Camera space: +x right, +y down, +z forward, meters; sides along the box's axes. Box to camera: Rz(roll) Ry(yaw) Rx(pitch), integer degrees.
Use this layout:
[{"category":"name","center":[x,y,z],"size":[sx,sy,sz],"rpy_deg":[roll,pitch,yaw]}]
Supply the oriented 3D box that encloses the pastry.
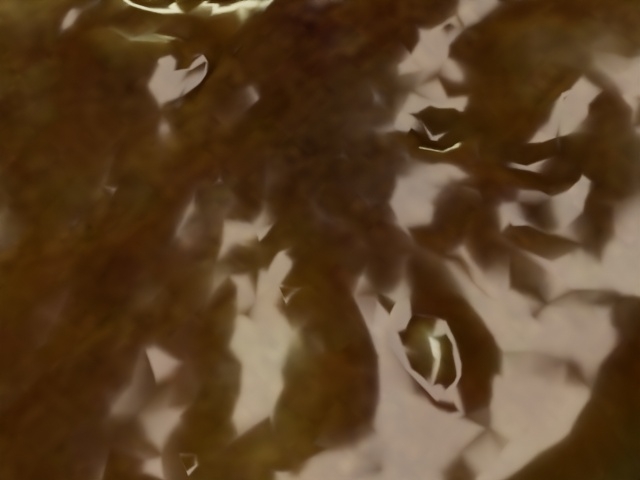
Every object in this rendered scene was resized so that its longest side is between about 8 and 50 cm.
[{"category":"pastry","center":[0.000,0.000,0.506],"size":[0.311,0.162,0.255],"rpy_deg":[-41,65,-6]}]
